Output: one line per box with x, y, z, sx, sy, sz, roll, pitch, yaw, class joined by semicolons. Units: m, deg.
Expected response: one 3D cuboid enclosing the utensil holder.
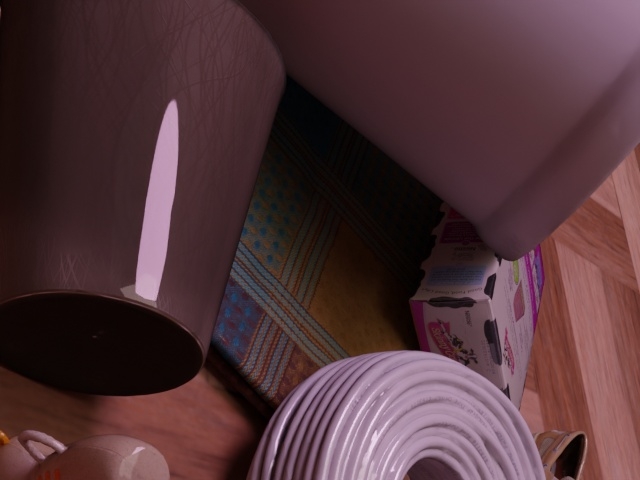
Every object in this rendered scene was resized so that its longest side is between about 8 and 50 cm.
0.095;-0.227;0.897;0.385;0.328;0.327;38;35;0;utensil holder

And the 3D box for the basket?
-0.119;-0.033;0.717;0.204;0.154;0.227;28;50;-34;basket

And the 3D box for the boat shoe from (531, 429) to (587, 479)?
0.204;0.234;1.057;0.068;0.072;0.190;51;35;-20;boat shoe

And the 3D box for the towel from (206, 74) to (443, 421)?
0.000;0.000;0.963;0.271;0.040;0.370;49;37;-23;towel

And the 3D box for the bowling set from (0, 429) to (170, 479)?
-0.098;0.241;0.596;0.287;0.154;0.200;50;54;-23;bowling set

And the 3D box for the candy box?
0.148;0.043;1.060;0.233;0.071;0.159;-66;148;-51;candy box

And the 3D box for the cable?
0.060;0.205;0.818;0.257;0.089;0.257;34;58;-36;cable
